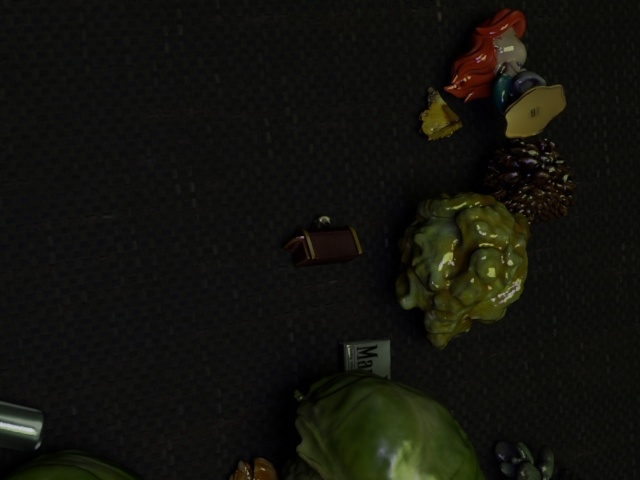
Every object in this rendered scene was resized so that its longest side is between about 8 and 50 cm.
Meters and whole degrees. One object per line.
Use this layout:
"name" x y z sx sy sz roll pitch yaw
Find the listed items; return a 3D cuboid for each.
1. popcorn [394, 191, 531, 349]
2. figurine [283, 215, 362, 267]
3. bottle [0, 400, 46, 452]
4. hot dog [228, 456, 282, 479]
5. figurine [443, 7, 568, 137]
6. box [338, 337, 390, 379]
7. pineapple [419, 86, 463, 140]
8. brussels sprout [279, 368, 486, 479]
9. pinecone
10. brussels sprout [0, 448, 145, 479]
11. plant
"popcorn" 0.282 0.048 1.989 0.274 0.335 0.279 -16 71 -32
"figurine" -0.001 0.000 1.953 0.154 0.082 0.098 -2 81 -27
"bottle" -0.602 0.306 1.653 0.254 0.079 0.096 20 122 -29
"hot dog" -0.096 0.549 1.935 0.109 0.072 0.269 -33 106 -20
"figurine" 0.383 -0.358 2.061 0.181 0.208 0.257 4 49 -41
"box" 0.096 0.297 2.039 0.115 0.036 0.177 -4 94 -28
"pineapple" 0.256 -0.277 2.073 0.114 0.077 0.114 -22 90 -29
"brussels sprout" 0.135 0.459 1.838 0.342 0.361 0.425 -45 132 -7
"pinecone" 0.444 -0.129 2.110 0.221 0.221 0.221 -2 94 -28
"brussels sprout" -0.450 0.510 1.642 0.371 0.276 0.315 -2 107 -21
"plant" 0.512 0.558 2.211 0.274 0.146 0.149 41 77 -23
